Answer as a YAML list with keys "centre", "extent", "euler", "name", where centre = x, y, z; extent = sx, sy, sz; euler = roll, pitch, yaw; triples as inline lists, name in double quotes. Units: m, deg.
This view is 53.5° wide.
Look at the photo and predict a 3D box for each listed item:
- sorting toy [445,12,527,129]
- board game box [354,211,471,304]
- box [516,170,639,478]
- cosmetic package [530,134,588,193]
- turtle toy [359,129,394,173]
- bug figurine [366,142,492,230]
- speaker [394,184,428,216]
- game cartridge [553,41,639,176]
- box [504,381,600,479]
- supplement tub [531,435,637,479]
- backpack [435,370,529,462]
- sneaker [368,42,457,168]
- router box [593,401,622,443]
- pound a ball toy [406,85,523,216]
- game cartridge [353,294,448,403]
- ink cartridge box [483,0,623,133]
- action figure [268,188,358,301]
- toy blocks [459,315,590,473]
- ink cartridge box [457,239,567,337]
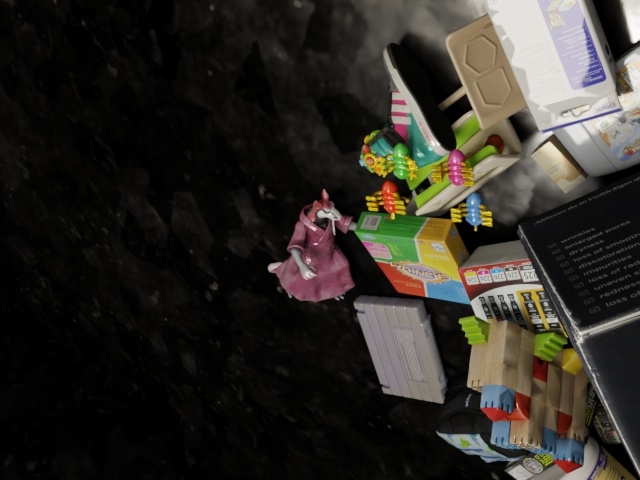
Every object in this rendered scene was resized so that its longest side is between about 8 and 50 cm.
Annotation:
- centre: [0.365, -0.355, 1.274]
  extent: [0.208, 0.193, 0.038]
  euler: [63, 173, -19]
  name: "sorting toy"
- centre: [0.258, 0.048, 1.607]
  extent: [0.242, 0.064, 0.316]
  euler: [7, 152, 34]
  name: "board game box"
- centre: [0.629, 0.066, 1.020]
  extent: [0.480, 0.471, 0.297]
  euler: [-25, 106, 15]
  name: "box"
- centre: [0.517, -0.165, 1.369]
  extent: [0.115, 0.041, 0.060]
  euler: [46, 137, 1]
  name: "cosmetic package"
- centre: [0.141, -0.223, 1.600]
  extent: [0.095, 0.066, 0.130]
  euler: [28, 133, 19]
  name: "turtle toy"
- centre: [0.237, -0.114, 1.366]
  extent: [0.279, 0.072, 0.216]
  euler: [10, 141, 22]
  name: "bug figurine"
- centre: [0.235, -0.079, 1.640]
  extent: [0.055, 0.055, 0.136]
  euler: [41, 137, 7]
  name: "speaker"
- centre: [0.605, -0.254, 1.231]
  extent: [0.198, 0.062, 0.297]
  euler: [52, 136, 1]
  name: "game cartridge"
- centre: [0.605, 0.488, 1.642]
  extent: [0.060, 0.216, 0.270]
  euler: [38, 135, 9]
  name: "box"
- centre: [0.739, 0.704, 1.676]
  extent: [0.331, 0.241, 0.241]
  euler: [43, 136, 4]
  name: "supplement tub"
- centre: [0.453, 0.459, 1.700]
  extent: [0.273, 0.290, 0.355]
  euler: [36, 150, -16]
  name: "backpack"
- centre: [0.175, -0.280, 1.432]
  extent: [0.178, 0.124, 0.295]
  euler: [-37, 64, 41]
  name: "sneaker"
- centre: [0.757, 0.468, 1.639]
  extent: [0.092, 0.038, 0.122]
  euler: [-17, 109, 44]
  name: "router box"
- centre: [0.322, -0.217, 1.444]
  extent: [0.319, 0.136, 0.208]
  euler: [-42, 60, 49]
  name: "pound a ball toy"
- centre: [0.251, 0.327, 1.918]
  extent: [0.230, 0.068, 0.354]
  euler: [-2, 118, 34]
  name: "game cartridge"
- centre: [0.431, -0.372, 1.180]
  extent: [0.165, 0.065, 0.332]
  euler: [-12, 117, 39]
  name: "ink cartridge box"
- centre: [0.000, 0.000, 1.823]
  extent: [0.276, 0.248, 0.370]
  euler: [46, 145, 43]
  name: "action figure"
- centre: [0.462, 0.353, 1.413]
  extent: [0.382, 0.260, 0.191]
  euler: [27, 152, -26]
  name: "toy blocks"
- centre: [0.516, 0.137, 1.450]
  extent: [0.310, 0.130, 0.271]
  euler: [-13, 107, 45]
  name: "ink cartridge box"
